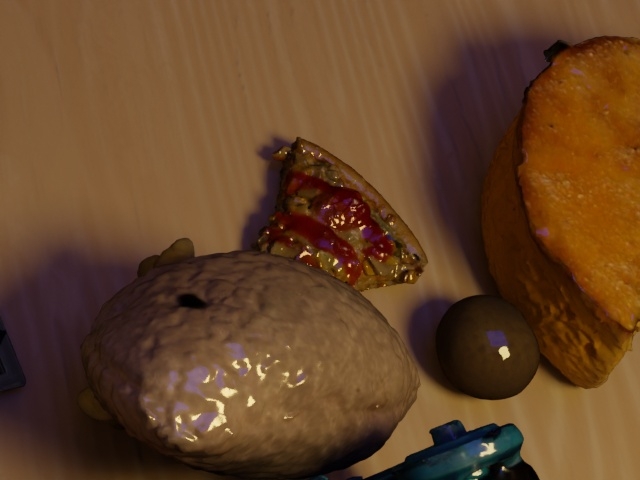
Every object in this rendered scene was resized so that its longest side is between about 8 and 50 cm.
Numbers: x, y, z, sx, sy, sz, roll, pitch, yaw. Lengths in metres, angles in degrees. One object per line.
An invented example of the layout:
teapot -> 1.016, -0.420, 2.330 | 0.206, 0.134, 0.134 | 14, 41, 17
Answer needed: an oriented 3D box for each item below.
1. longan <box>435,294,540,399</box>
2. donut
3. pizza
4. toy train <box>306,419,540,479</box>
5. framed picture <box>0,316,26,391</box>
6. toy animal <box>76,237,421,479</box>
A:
longan -> 0.160, 0.101, 1.669 | 0.113, 0.092, 0.113 | 22, 30, -14
donut -> 0.357, -0.018, 1.811 | 0.435, 0.163, 0.377 | 6, 56, -23
pizza -> 0.000, 0.000, 1.667 | 0.188, 0.062, 0.199 | 41, 51, 4
toy train -> 0.032, 0.267, 1.376 | 0.300, 0.265, 0.188 | -18, 84, -37
framed picture -> -0.400, 0.058, 1.441 | 0.273, 0.016, 0.216 | -11, 66, -34
toy animal -> -0.056, 0.101, 1.469 | 0.226, 0.188, 0.358 | 23, 7, 41
